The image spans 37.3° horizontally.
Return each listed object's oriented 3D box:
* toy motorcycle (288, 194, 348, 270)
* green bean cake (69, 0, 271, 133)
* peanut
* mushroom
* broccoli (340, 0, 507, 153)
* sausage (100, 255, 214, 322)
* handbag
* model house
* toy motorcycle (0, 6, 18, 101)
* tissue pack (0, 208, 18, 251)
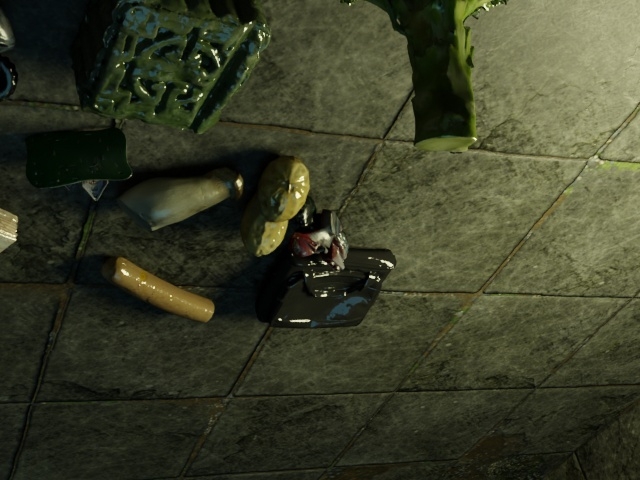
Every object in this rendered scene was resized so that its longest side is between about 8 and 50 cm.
[{"bbox_3d":[0.001,0.000,1.903,0.082,0.122,0.213,3,157,31],"label":"toy motorcycle"},{"bbox_3d":[-0.222,-0.283,1.407,0.255,0.132,0.241,10,135,-32],"label":"green bean cake"},{"bbox_3d":[-0.088,-0.065,1.786,0.103,0.098,0.229,-46,169,-46],"label":"peanut"},{"bbox_3d":[-0.251,-0.083,1.720,0.225,0.093,0.116,-25,161,-3],"label":"mushroom"},{"bbox_3d":[0.143,-0.298,1.338,0.252,0.361,0.221,32,145,-26],"label":"broccoli"},{"bbox_3d":[-0.336,0.106,1.969,0.066,0.066,0.301,-32,141,22],"label":"sausage"},{"bbox_3d":[0.011,0.104,2.092,0.275,0.088,0.244,5,137,-26],"label":"handbag"},{"bbox_3d":[-0.404,-0.115,1.584,0.167,0.117,0.088,-9,149,-16],"label":"model house"},{"bbox_3d":[-0.534,-0.286,1.296,0.270,0.106,0.159,23,128,-28],"label":"toy motorcycle"},{"bbox_3d":[-0.713,0.032,1.702,0.325,0.071,0.170,-33,141,24],"label":"tissue pack"}]
